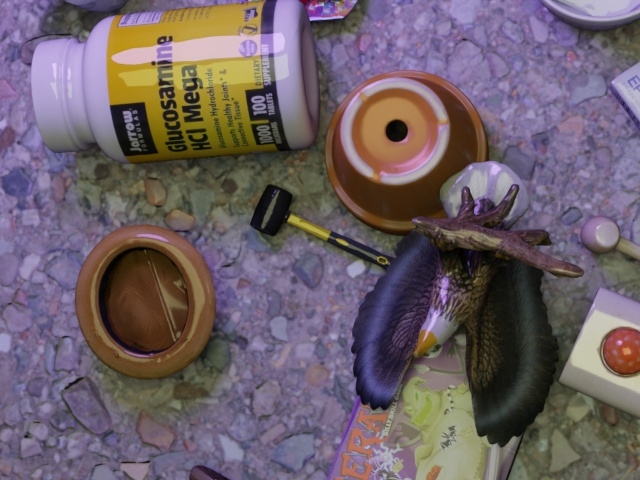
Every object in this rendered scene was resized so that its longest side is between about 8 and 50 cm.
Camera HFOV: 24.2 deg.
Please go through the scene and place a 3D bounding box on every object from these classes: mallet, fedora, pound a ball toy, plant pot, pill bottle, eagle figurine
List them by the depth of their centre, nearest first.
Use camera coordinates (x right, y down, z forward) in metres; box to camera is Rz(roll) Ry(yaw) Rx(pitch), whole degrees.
[{"bbox_3d":[0.159,0.079,1.732,0.225,0.298,0.226,-20,54,-19],"label":"eagle figurine"},{"bbox_3d":[0.424,0.120,1.762,0.319,0.136,0.208,25,89,9],"label":"pound a ball toy"},{"bbox_3d":[0.099,-0.115,1.803,0.205,0.188,0.205,-1,85,8],"label":"plant pot"},{"bbox_3d":[-0.177,-0.192,1.850,0.334,0.188,0.188,-5,84,8],"label":"pill bottle"},{"bbox_3d":[-0.215,0.076,1.885,0.194,0.079,0.194,0,91,7],"label":"fedora"},{"bbox_3d":[0.000,0.000,1.886,0.190,0.039,0.062,32,88,6],"label":"mallet"}]

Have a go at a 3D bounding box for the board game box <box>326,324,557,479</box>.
[{"bbox_3d":[0.136,0.246,1.837,0.208,0.056,0.347,19,88,14],"label":"board game box"}]

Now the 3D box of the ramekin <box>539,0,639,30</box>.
[{"bbox_3d":[0.345,-0.355,1.833,0.207,0.109,0.207,-1,84,9],"label":"ramekin"}]

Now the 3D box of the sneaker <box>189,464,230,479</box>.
[{"bbox_3d":[-0.099,0.357,1.848,0.188,0.066,0.071,37,91,10],"label":"sneaker"}]

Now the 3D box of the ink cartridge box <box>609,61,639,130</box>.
[{"bbox_3d":[0.507,-0.165,1.823,0.224,0.045,0.223,-35,81,3],"label":"ink cartridge box"}]

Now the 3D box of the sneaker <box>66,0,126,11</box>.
[{"bbox_3d":[-0.231,-0.420,1.912,0.366,0.210,0.137,-31,80,-31],"label":"sneaker"}]

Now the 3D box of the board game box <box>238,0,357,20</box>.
[{"bbox_3d":[-0.029,-0.345,1.905,0.169,0.033,0.133,-3,69,7],"label":"board game box"}]
